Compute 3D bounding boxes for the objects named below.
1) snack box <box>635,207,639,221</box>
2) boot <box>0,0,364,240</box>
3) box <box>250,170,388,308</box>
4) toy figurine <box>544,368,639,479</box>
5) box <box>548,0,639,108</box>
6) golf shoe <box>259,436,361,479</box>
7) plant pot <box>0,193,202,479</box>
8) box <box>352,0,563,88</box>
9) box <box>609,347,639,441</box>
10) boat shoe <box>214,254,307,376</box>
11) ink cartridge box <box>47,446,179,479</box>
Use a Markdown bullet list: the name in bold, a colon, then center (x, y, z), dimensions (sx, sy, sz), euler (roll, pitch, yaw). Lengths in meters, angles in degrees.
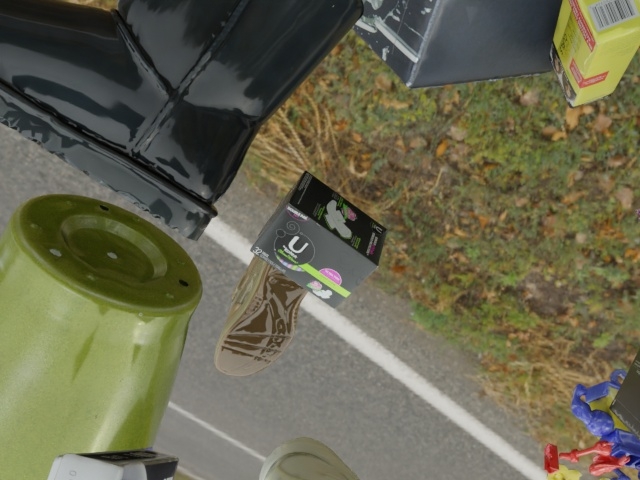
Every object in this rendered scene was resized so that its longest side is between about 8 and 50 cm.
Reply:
- **snack box**: center (0.358, -0.038, 0.553), dimensions (0.141, 0.037, 0.100), euler (-15, 171, -5)
- **boot**: center (-0.115, -0.145, 0.399), dimensions (0.246, 0.207, 0.094), euler (34, 177, -19)
- **box**: center (0.000, 0.000, 0.518), dimensions (0.083, 0.052, 0.062), euler (35, 127, -9)
- **toy figurine**: center (0.556, 0.315, 1.116), dimensions (0.362, 0.217, 0.191), euler (17, 140, -8)
- **box**: center (0.318, -0.231, 0.773), dimensions (0.058, 0.087, 0.232), euler (-20, 171, 11)
- **golf shoe**: center (0.060, 0.329, 0.669), dimensions (0.306, 0.115, 0.140), euler (35, 175, 3)
- **plant pot**: center (-0.333, 0.144, 0.841), dimensions (0.366, 0.366, 0.353), euler (29, 109, -10)
- **box**: center (0.168, -0.537, 0.862), dimensions (0.472, 0.297, 0.480), euler (54, 145, 33)
- **box**: center (0.492, 0.193, 0.879), dimensions (0.103, 0.184, 0.261), euler (28, -175, 13)
- **boat shoe**: center (-0.097, 0.105, 1.195), dimensions (0.121, 0.110, 0.341), euler (19, 119, -23)
- **ink cartridge box**: center (-0.147, 0.240, 0.425), dimensions (0.045, 0.206, 0.208), euler (13, 165, 4)
